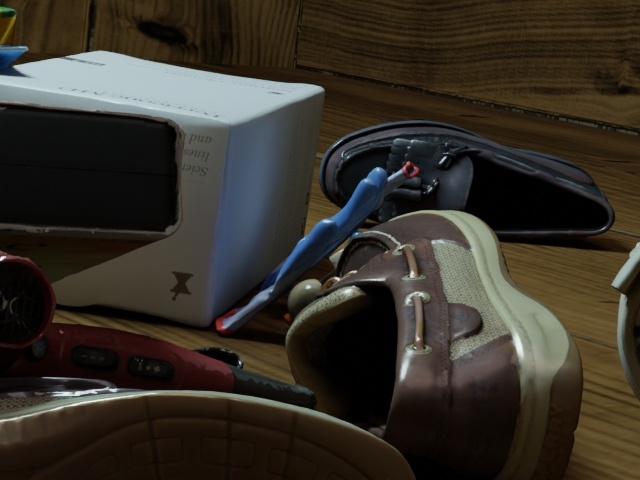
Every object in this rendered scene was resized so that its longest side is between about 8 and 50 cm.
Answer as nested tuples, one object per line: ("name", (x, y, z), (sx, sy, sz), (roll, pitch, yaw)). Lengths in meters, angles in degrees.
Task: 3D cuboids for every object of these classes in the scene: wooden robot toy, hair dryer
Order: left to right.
("hair dryer", (-0.126, 0.040, 0.907), (0.223, 0.080, 0.293), (-4, -8, 7))
("wooden robot toy", (0.014, 0.045, 1.397), (0.079, 0.076, 0.173), (-31, -2, -1))

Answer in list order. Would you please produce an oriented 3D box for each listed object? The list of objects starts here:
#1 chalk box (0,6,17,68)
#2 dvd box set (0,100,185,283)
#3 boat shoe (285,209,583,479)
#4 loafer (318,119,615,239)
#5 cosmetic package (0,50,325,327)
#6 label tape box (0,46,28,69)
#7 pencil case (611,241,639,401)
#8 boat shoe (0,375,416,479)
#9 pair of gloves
("chalk box", (-0.448, -0.141, 1.814), (0.289, 0.180, 0.179), (9, 9, 9))
("dvd box set", (-0.287, -0.008, 1.039), (0.307, 0.062, 0.420), (3, -9, -26))
("boat shoe", (0.040, 0.054, 1.137), (0.123, 0.123, 0.342), (6, 15, -14))
("loafer", (0.152, -0.053, 1.964), (0.302, 0.109, 0.095), (7, 12, -21))
("cosmetic package", (-0.137, -0.052, 1.549), (0.217, 0.156, 0.385), (9, 8, 7))
("label tape box", (-0.407, -0.168, 1.484), (0.333, 0.106, 0.240), (-6, 0, -18))
("pencil case", (0.297, 0.028, 1.332), (0.183, 0.160, 0.410), (26, 13, 12))
("boat shoe", (-0.105, 0.098, 0.789), (0.285, 0.103, 0.092), (-1, 15, -14))
("pair of gloves", (0.000, 0.000, 1.408), (0.023, 0.159, 0.198), (48, 16, 1))
